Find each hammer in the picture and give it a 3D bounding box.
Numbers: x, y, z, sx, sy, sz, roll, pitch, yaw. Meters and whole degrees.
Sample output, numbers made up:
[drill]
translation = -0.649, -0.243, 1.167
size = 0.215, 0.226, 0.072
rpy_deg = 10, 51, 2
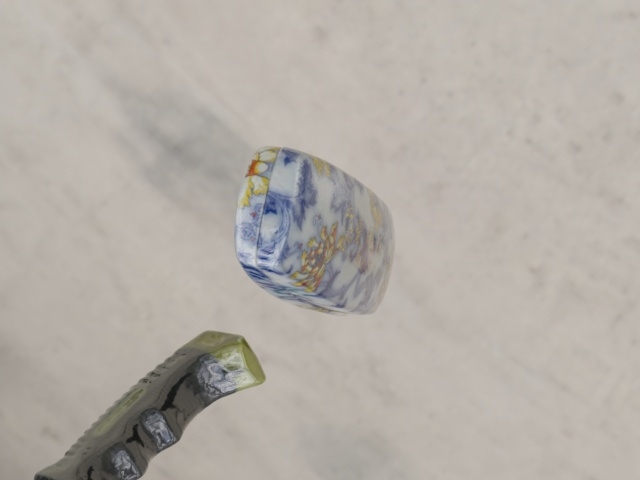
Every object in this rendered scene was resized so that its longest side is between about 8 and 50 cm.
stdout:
[hammer]
translation = -0.136, 0.140, 1.251
size = 0.158, 0.226, 0.041
rpy_deg = 14, 138, 47

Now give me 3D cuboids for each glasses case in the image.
[glasses case]
translation = 0.000, 0.000, 1.237
size = 0.065, 0.087, 0.248
rpy_deg = 12, 175, 17
